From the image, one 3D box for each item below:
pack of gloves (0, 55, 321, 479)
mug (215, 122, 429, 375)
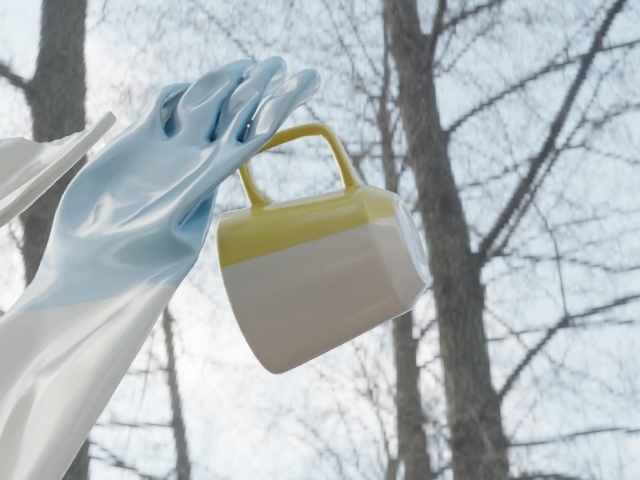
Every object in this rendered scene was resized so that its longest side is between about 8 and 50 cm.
[{"bbox_3d":[-0.114,0.002,0.475,0.195,0.232,0.046,-15,-61,34],"label":"pack of gloves"},{"bbox_3d":[0.001,0.003,0.532,0.064,0.062,0.078,-19,-64,13],"label":"mug"}]
